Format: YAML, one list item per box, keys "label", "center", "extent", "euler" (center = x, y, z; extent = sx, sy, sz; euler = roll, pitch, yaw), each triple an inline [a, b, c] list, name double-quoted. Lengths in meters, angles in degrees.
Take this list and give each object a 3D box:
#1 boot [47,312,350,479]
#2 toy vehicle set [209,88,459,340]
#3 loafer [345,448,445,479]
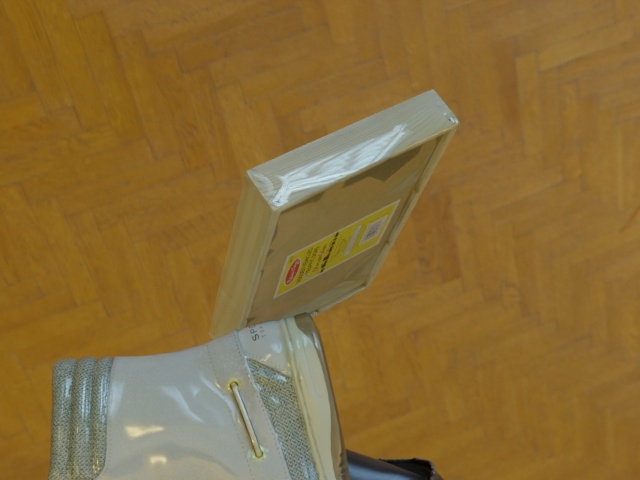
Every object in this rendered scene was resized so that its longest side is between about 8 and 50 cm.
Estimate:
- label: "boot"
  center: [-0.064, 0.159, 0.475]
  extent: [0.165, 0.077, 0.213]
  euler: [-9, 84, -4]
- label: "toy vehicle set"
  center: [0.000, 0.000, 0.687]
  extent: [0.166, 0.035, 0.266]
  euler: [-26, 159, -26]
- label: "loafer"
  center: [-0.010, 0.188, 0.645]
  extent: [0.220, 0.080, 0.078]
  euler: [-4, 106, 7]
